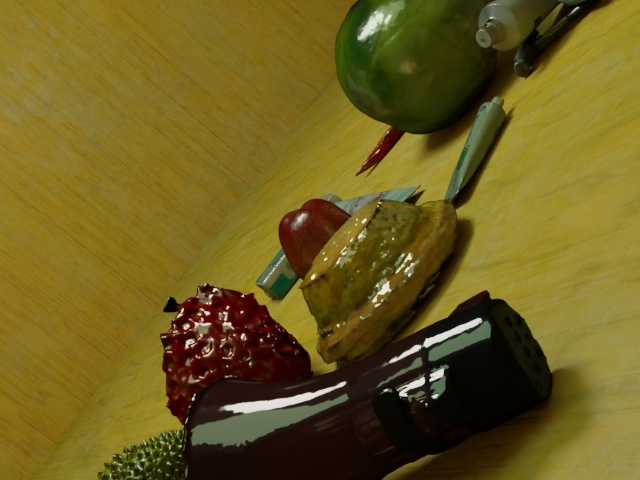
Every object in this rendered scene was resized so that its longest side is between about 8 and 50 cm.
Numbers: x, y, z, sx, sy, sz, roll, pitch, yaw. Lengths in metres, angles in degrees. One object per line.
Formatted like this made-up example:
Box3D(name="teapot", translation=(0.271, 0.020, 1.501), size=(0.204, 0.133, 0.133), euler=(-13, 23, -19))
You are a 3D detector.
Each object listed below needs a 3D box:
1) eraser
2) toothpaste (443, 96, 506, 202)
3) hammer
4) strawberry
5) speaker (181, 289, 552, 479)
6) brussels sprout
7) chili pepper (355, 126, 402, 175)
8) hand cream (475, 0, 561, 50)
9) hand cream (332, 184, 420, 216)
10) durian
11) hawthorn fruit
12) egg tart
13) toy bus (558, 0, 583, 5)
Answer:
Box3D(name="eraser", translation=(-0.036, 0.011, 2.061), size=(0.225, 0.052, 0.095), euler=(-52, 9, -10))
Box3D(name="toothpaste", translation=(0.221, -0.130, 1.534), size=(0.218, 0.041, 0.064), euler=(-60, 2, -32))
Box3D(name="hammer", translation=(0.390, -0.349, 1.618), size=(0.246, 0.029, 0.103), euler=(-41, 14, 33))
Box3D(name="strawberry", translation=(-0.094, 0.165, 1.455), size=(0.178, 0.234, 0.234), euler=(-3, 44, 44))
Box3D(name="speaker", translation=(0.073, 0.164, 1.003), size=(0.329, 0.198, 0.259), euler=(-28, -20, 26))
Box3D(name="brussels sprout", translation=(0.179, -0.327, 1.838), size=(0.344, 0.268, 0.344), euler=(-31, 0, 0))
Box3D(name="chili pepper", translation=(0.130, -0.194, 2.143), size=(0.178, 0.027, 0.045), euler=(-51, 6, -4))
Box3D(name="hand cream", translation=(0.353, -0.390, 1.690), size=(0.340, 0.078, 0.124), euler=(-40, 4, -34))
Box3D(name="hand cream", translation=(0.073, -0.046, 1.828), size=(0.085, 0.058, 0.331), euler=(-36, 11, -19))
Box3D(name="durian", translation=(-0.237, 0.349, 1.481), size=(0.198, 0.146, 0.159), euler=(-48, 11, 9))
Box3D(name="hawthorn fruit", translation=(0.000, 0.000, 1.725), size=(0.133, 0.138, 0.133), euler=(-46, 9, 10))
Box3D(name="egg tart", translation=(0.068, 0.035, 1.413), size=(0.288, 0.118, 0.288), euler=(-49, 6, 7))
Box3D(name="toy bus", translation=(0.403, -0.522, 1.579), size=(0.330, 0.136, 0.109), euler=(-67, 15, -2))
